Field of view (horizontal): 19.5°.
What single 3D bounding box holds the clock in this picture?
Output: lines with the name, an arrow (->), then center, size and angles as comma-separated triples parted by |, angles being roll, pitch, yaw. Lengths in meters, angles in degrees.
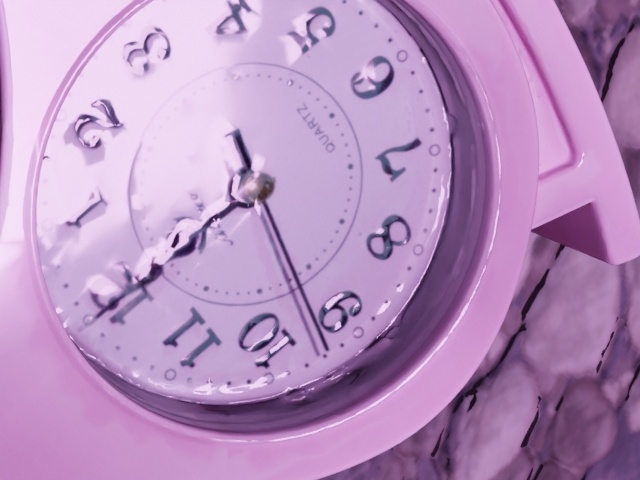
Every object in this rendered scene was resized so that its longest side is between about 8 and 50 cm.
clock -> -0.069, -0.039, 0.582 | 0.275, 0.080, 0.290 | -38, 114, -10
